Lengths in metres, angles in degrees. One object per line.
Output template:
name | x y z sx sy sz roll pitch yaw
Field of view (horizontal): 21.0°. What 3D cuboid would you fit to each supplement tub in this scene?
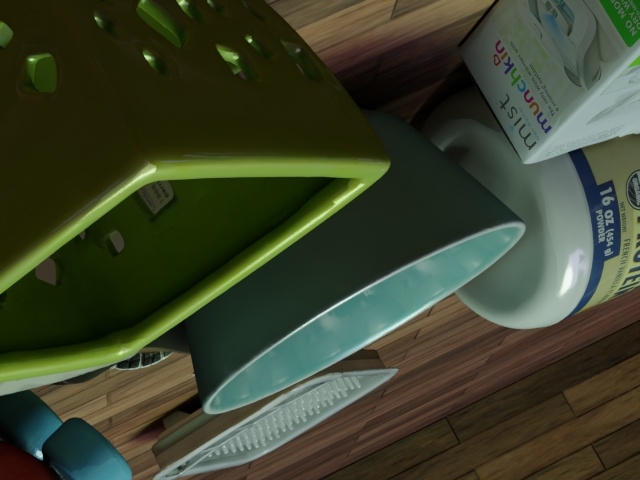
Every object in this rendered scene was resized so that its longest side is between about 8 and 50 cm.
supplement tub | 0.269 -0.067 1.612 0.316 0.228 0.228 -20 164 -29

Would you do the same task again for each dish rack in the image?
dish rack | -0.068 0.219 2.312 0.285 0.072 0.333 -34 165 19

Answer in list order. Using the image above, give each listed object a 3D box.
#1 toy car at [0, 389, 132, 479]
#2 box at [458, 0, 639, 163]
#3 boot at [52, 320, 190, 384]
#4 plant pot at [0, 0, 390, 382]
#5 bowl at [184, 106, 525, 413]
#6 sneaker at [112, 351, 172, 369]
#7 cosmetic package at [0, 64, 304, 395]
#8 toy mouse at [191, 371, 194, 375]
toy car | -0.316 0.168 1.349 0.219 0.238 0.210 -45 -148 -19
box | 0.287 -0.193 1.411 0.262 0.126 0.231 -21 165 -29
boot | -0.179 0.057 1.501 0.115 0.112 0.305 -9 -176 36
plant pot | -0.140 -0.065 0.887 0.228 0.207 0.227 -36 165 27
bowl | 0.000 0.000 1.452 0.312 0.163 0.311 -29 170 -5
sneaker | -0.210 0.091 1.601 0.162 0.063 0.073 -7 179 0
cosmetic package | -0.139 -0.022 1.207 0.153 0.129 0.296 -15 160 -47
toy mouse | -0.075 0.086 1.907 0.161 0.031 0.143 -25 166 -14
